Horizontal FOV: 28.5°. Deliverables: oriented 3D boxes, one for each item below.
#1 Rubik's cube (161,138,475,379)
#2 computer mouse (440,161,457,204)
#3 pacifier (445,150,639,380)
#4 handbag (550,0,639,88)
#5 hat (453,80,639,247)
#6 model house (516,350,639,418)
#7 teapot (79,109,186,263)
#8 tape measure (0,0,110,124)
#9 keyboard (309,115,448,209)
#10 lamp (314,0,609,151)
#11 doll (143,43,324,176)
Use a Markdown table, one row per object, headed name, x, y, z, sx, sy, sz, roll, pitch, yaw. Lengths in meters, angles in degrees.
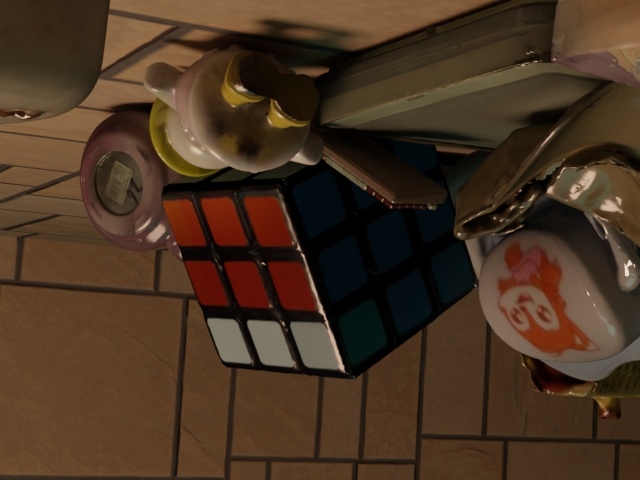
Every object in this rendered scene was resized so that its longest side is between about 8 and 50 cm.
| name | x | y | z | sx | sy | sz | roll | pitch | yaw |
| --- | --- | --- | --- | --- | --- | --- | --- | --- | --- |
| Rubik's cube | 0.000 | 0.000 | 0.985 | 0.163 | 0.160 | 0.162 | -2 | -157 | 47 |
| computer mouse | 0.090 | -0.030 | 1.257 | 0.331 | 0.095 | 0.197 | 12 | 153 | -15 |
| pacifier | 0.256 | -0.007 | 1.096 | 0.233 | 0.244 | 0.299 | -30 | -173 | -32 |
| handbag | 0.185 | -0.092 | 0.490 | 0.117 | 0.095 | 0.173 | 2 | 179 | -29 |
| hat | 0.166 | -0.050 | 0.696 | 0.147 | 0.085 | 0.175 | 14 | 148 | -6 |
| model house | 0.307 | 0.074 | 1.409 | 0.160 | 0.254 | 0.196 | -4 | 173 | 32 |
| teapot | -0.111 | -0.049 | 1.071 | 0.148 | 0.116 | 0.146 | 25 | -160 | 29 |
| tape measure | -0.218 | -0.103 | 0.450 | 0.258 | 0.130 | 0.265 | 2 | 175 | 40 |
| keyboard | 0.016 | -0.064 | 0.874 | 0.055 | 0.017 | 0.166 | -6 | -147 | -41 |
| lamp | 0.165 | -0.089 | 0.798 | 0.266 | 0.047 | 0.269 | 7 | 174 | -28 |
| doll | -0.061 | -0.082 | 0.836 | 0.129 | 0.081 | 0.207 | 24 | 171 | -18 |
